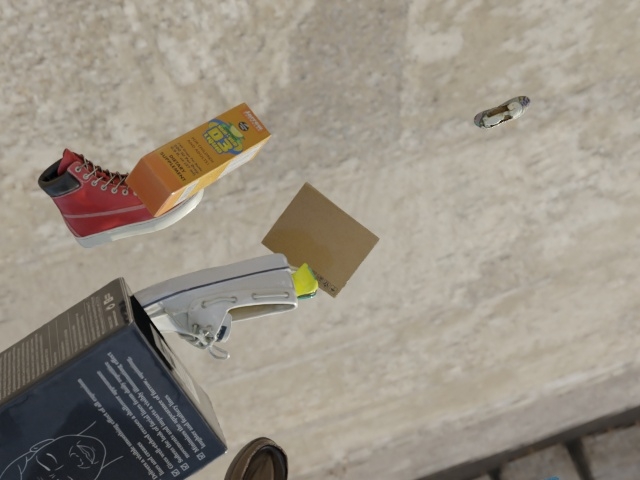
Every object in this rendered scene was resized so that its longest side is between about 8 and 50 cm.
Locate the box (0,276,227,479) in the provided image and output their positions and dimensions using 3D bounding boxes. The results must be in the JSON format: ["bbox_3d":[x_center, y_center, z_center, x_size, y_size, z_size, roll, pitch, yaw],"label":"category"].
[{"bbox_3d":[-0.405,0.307,1.793,0.395,0.212,0.293,-33,114,-4],"label":"box"}]

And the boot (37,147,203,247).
[{"bbox_3d":[-0.328,-0.095,1.778,0.244,0.088,0.176,-18,130,9],"label":"boot"}]

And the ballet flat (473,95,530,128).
[{"bbox_3d":[0.345,-0.237,2.041,0.114,0.041,0.041,-22,157,0],"label":"ballet flat"}]

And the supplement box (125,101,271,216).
[{"bbox_3d":[-0.184,-0.128,1.670,0.233,0.078,0.080,-37,175,-43],"label":"supplement box"}]

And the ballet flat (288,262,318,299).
[{"bbox_3d":[-0.116,0.091,2.141,0.231,0.077,0.077,-12,-169,20],"label":"ballet flat"}]

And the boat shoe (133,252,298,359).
[{"bbox_3d":[-0.204,0.143,1.987,0.367,0.156,0.136,-14,165,-29],"label":"boat shoe"}]

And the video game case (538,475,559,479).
[{"bbox_3d":[0.303,0.419,1.569,0.119,0.015,0.166,-16,117,8],"label":"video game case"}]

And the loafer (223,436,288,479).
[{"bbox_3d":[-0.130,0.564,2.182,0.134,0.366,0.130,36,142,-27],"label":"loafer"}]

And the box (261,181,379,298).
[{"bbox_3d":[0.000,0.000,2.313,0.164,0.201,0.021,-53,179,7],"label":"box"}]
